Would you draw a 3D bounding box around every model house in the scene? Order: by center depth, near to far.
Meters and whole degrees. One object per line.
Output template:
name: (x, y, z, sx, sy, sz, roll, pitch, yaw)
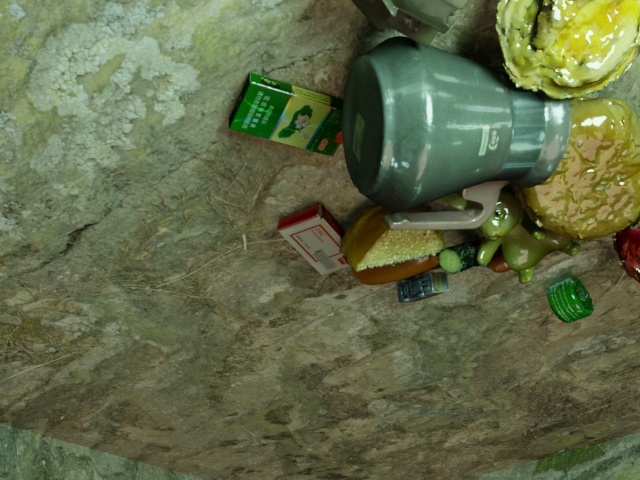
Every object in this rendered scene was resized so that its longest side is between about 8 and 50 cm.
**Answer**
model house: (0.106, -0.429, 0.988, 0.243, 0.205, 0.211, 25, 137, -10)

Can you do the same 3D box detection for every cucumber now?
cucumber: (0.366, 0.034, 1.649, 0.067, 0.068, 0.293, -28, 171, 29)

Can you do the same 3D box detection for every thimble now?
thimble: (0.709, 0.170, 1.908, 0.090, 0.118, 0.130, -29, 110, 35)

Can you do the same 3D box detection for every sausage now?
sausage: (0.189, 0.057, 1.707, 0.238, 0.098, 0.098, -20, 142, 31)

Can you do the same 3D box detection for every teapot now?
teapot: (0.238, -0.178, 1.231, 0.361, 0.306, 0.376, -3, 127, -14)

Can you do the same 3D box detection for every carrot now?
carrot: (0.530, 0.022, 1.728, 0.225, 0.067, 0.067, -30, 137, 28)

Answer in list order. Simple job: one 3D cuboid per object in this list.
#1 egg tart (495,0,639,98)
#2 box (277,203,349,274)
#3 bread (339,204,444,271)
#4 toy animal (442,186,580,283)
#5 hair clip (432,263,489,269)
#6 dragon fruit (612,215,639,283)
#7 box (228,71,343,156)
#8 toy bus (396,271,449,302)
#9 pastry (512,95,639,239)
egg tart: (0.415, -0.360, 1.055, 0.296, 0.132, 0.297, -4, 108, -12)
box: (0.000, -0.001, 1.655, 0.122, 0.050, 0.229, -20, 141, 20)
bread: (0.171, -0.025, 1.572, 0.260, 0.129, 0.134, -14, 125, -6)
toy animal: (0.413, -0.044, 1.532, 0.362, 0.181, 0.181, 23, 140, -29)
hair clip: (0.357, 0.058, 1.779, 0.229, 0.070, 0.039, 1, 107, -18)
dragon fruit: (0.840, 0.000, 1.551, 0.301, 0.296, 0.296, 18, 138, -22)
box: (-0.051, -0.245, 1.332, 0.235, 0.034, 0.132, 12, 140, -22)
toy bus: (0.271, 0.126, 1.799, 0.075, 0.064, 0.190, -3, 168, -19)
pastry: (0.532, -0.160, 1.381, 0.284, 0.184, 0.316, -24, 120, 17)
